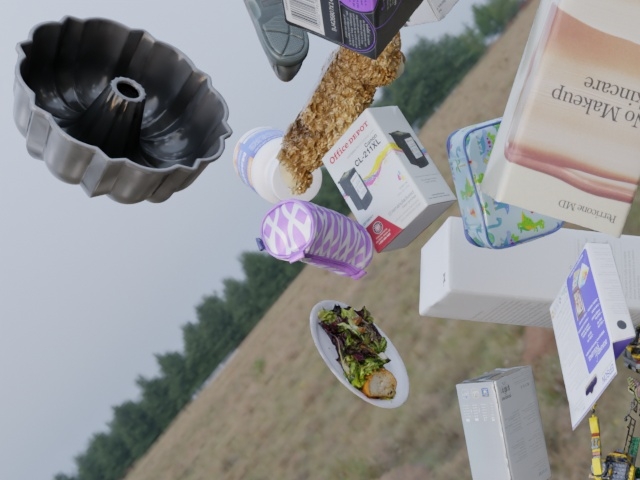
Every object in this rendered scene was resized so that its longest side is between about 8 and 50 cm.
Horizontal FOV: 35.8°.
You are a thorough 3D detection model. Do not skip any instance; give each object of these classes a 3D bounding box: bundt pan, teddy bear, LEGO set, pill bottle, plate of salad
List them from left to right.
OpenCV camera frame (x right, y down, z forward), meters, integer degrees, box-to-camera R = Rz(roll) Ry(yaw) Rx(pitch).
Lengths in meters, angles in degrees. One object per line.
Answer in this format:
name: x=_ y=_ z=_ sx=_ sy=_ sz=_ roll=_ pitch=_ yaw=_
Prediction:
bundt pan: x=-0.305 y=-0.180 z=1.468 sx=0.124 sy=0.330 sz=0.331 roll=-54 pitch=-2 yaw=37
pill bottle: x=-0.091 y=-0.159 z=2.177 sx=0.152 sy=0.152 sz=0.272 roll=-50 pitch=23 yaw=-1
teddy bear: x=0.034 y=-0.222 z=1.629 sx=0.338 sy=0.113 sz=0.245 roll=-60 pitch=12 yaw=8
plate of salad: x=0.067 y=0.165 z=1.501 sx=0.048 sy=0.200 sz=0.200 roll=-46 pitch=2 yaw=27
LEGO set: x=0.507 y=0.236 z=1.454 sx=0.254 sy=0.192 sz=0.331 roll=10 pitch=69 yaw=47

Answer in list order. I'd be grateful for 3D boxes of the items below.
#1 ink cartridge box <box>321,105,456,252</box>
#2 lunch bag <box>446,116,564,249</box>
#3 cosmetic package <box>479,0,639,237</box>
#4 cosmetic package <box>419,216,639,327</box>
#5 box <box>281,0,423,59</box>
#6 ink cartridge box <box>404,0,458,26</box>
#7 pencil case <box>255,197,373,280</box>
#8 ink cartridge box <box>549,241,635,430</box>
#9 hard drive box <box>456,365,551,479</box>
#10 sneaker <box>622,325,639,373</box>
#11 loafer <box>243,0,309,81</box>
ink cartridge box: x=0.096 y=-0.090 z=1.446 sx=0.072 sy=0.175 sz=0.127 roll=-12 pitch=-26 yaw=-44
lunch bag: x=0.320 y=-0.100 z=1.694 sx=0.176 sy=0.219 sz=0.090 roll=-18 pitch=7 yaw=-17
cosmetic package: x=0.299 y=-0.168 z=1.107 sx=0.129 sy=0.153 sz=0.296 roll=-80 pitch=6 yaw=-81
cosmetic package: x=0.453 y=0.079 z=2.060 sx=0.230 sy=0.452 sz=0.162 roll=120 pitch=154 yaw=-70
box: x=0.076 y=-0.386 z=1.232 sx=0.270 sy=0.143 sz=0.165 roll=-53 pitch=-23 yaw=-25
ink cartridge box: x=0.194 y=-0.537 z=2.134 sx=0.219 sy=0.093 sz=0.160 roll=1 pitch=44 yaw=46
pencil case: x=0.000 y=0.000 z=1.350 sx=0.086 sy=0.088 sz=0.206 roll=-37 pitch=-22 yaw=19
ink cartridge box: x=0.395 y=0.143 z=1.444 sx=0.206 sy=0.045 sz=0.208 roll=98 pitch=171 yaw=-58
hard drive box: x=0.365 y=0.379 z=1.962 sx=0.089 sy=0.232 sz=0.181 roll=-12 pitch=-4 yaw=35
sneaker: x=0.802 y=0.323 z=2.350 sx=0.104 sy=0.296 sz=0.147 roll=-4 pitch=-11 yaw=-24
loafer: x=-0.083 y=-0.374 z=1.566 sx=0.096 sy=0.268 sz=0.084 roll=-9 pitch=-23 yaw=-11
